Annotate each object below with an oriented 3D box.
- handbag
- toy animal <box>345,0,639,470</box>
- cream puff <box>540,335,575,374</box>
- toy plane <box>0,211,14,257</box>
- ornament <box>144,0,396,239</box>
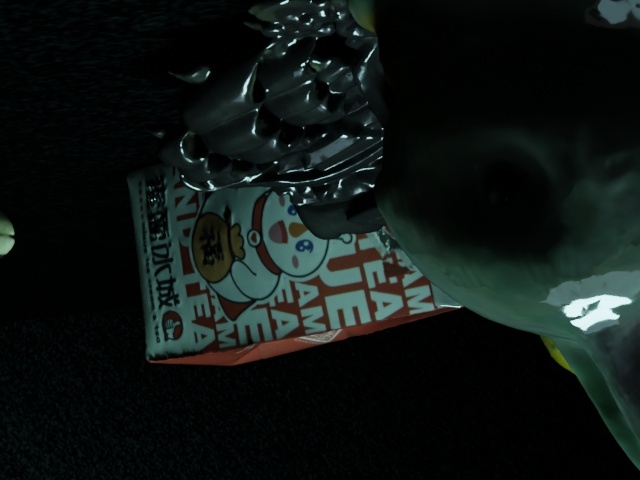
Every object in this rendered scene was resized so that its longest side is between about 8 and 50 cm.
[{"bbox_3d":[0.000,0.000,1.254,0.298,0.171,0.151,-12,173,42],"label":"handbag"},{"bbox_3d":[0.069,-0.045,0.438,0.125,0.251,0.127,-7,176,13],"label":"toy animal"},{"bbox_3d":[0.244,-0.029,1.056,0.281,0.282,0.185,-9,147,4],"label":"cream puff"},{"bbox_3d":[-0.327,-0.006,1.071,0.244,0.092,0.229,-9,173,-12],"label":"toy plane"},{"bbox_3d":[0.014,-0.077,0.906,0.251,0.106,0.260,-15,167,32],"label":"ornament"}]
